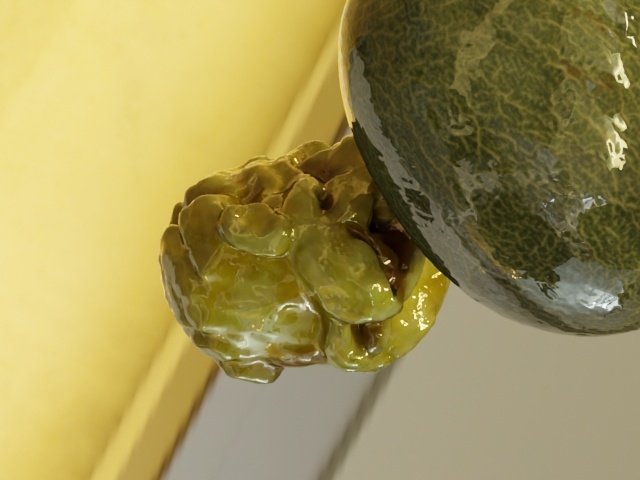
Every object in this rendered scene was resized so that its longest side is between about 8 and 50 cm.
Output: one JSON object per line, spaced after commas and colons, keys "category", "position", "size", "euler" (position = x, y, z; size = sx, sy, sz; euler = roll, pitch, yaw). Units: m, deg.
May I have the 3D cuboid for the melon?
{"category": "melon", "position": [0.145, -0.083, 1.144], "size": [0.237, 0.301, 0.237], "euler": [-35, -163, 12]}

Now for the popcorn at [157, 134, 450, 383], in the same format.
{"category": "popcorn", "position": [0.000, 0.000, 1.303], "size": [0.200, 0.226, 0.203], "euler": [-86, -158, -47]}
